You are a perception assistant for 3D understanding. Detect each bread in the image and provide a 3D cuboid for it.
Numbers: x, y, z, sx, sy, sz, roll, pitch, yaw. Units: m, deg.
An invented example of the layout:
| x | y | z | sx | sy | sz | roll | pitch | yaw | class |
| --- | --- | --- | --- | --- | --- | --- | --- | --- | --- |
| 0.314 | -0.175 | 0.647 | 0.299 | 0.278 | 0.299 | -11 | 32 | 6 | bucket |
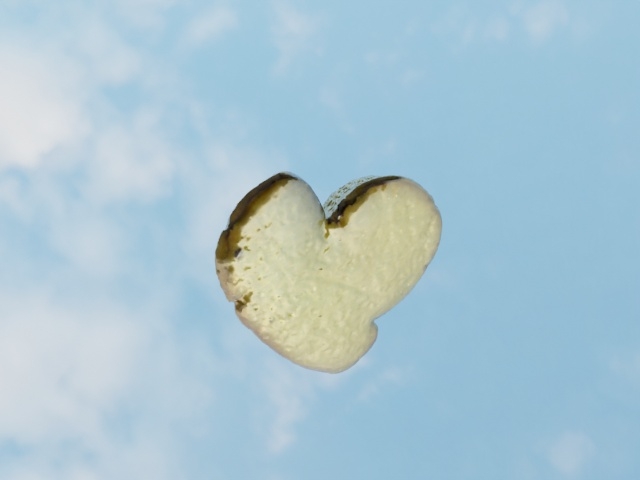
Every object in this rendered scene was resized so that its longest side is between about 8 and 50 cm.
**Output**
| x | y | z | sx | sy | sz | roll | pitch | yaw | class |
| --- | --- | --- | --- | --- | --- | --- | --- | --- | --- |
| 0.000 | 0.000 | 0.973 | 0.149 | 0.187 | 0.065 | -45 | -135 | 0 | bread |
